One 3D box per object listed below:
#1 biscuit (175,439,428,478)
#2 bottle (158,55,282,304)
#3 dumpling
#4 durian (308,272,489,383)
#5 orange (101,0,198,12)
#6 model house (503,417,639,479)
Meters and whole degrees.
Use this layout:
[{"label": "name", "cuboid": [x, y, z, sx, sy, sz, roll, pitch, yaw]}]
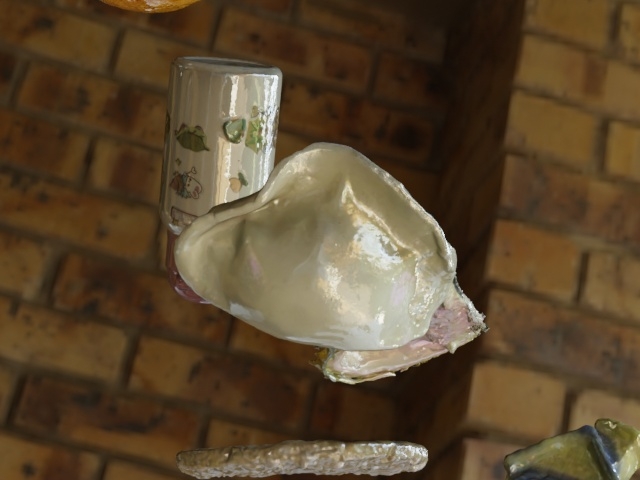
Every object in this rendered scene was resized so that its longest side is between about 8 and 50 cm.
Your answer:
[{"label": "biscuit", "cuboid": [0.003, 0.200, 1.492, 0.250, 0.032, 0.133, 4, -12, -28]}, {"label": "bottle", "cuboid": [-0.108, -0.060, 1.683, 0.120, 0.253, 0.120, 6, 11, -1]}, {"label": "dumpling", "cuboid": [-0.002, 0.000, 1.041, 0.169, 0.100, 0.134, 24, -54, 15]}, {"label": "durian", "cuboid": [0.072, 0.098, 1.985, 0.185, 0.195, 0.305, 44, -5, 15]}, {"label": "orange", "cuboid": [-0.170, -0.339, 1.668, 0.219, 0.219, 0.193, -5, -12, 28]}, {"label": "model house", "cuboid": [0.327, 0.369, 1.840, 0.261, 0.266, 0.321, 13, -32, 34]}]
